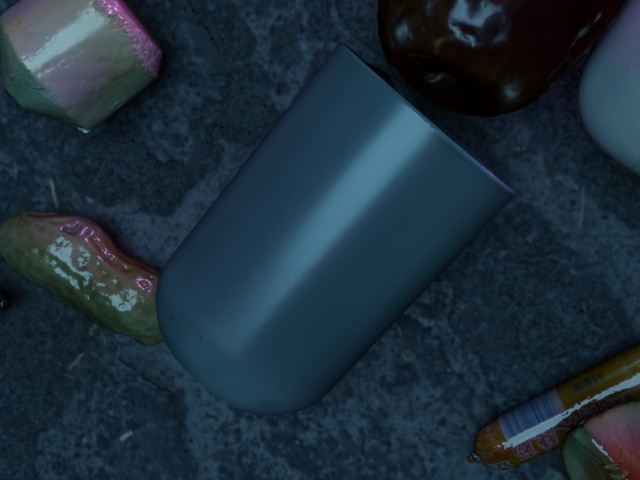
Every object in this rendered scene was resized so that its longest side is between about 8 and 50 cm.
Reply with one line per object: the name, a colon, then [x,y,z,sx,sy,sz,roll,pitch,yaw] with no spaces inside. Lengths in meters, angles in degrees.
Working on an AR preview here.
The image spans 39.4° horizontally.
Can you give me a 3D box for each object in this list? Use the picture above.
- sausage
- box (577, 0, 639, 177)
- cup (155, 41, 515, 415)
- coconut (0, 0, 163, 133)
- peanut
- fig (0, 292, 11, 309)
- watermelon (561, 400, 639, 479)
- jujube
sausage: [0.291,0.131,0.842,0.347,0.053,0.053,-31,87,12]
box: [0.421,-0.132,0.756,0.349,0.141,0.289,35,100,8]
cup: [0.000,0.000,0.820,0.205,0.205,0.312,43,101,7]
coconut: [-0.248,-0.186,0.893,0.152,0.147,0.147,-38,85,5]
peanut: [-0.244,0.034,0.931,0.214,0.099,0.099,37,100,8]
fig: [-0.421,0.069,0.970,0.177,0.117,0.117,2,94,-6]
watermelon: [0.315,0.269,0.813,0.128,0.159,0.303,-38,87,41]
jujube: [0.168,-0.264,0.750,0.223,0.223,0.318,24,80,10]
